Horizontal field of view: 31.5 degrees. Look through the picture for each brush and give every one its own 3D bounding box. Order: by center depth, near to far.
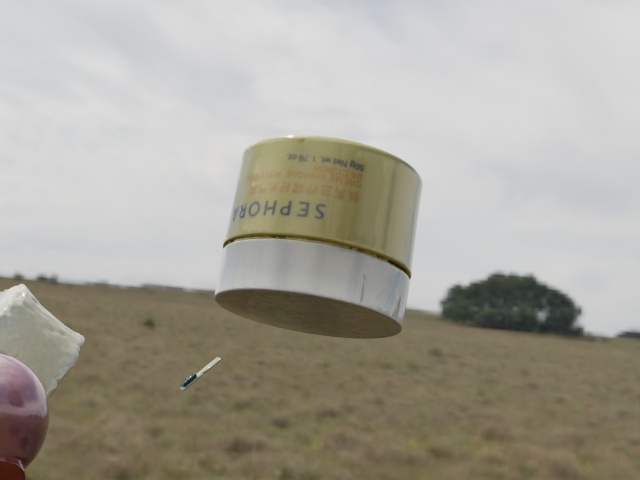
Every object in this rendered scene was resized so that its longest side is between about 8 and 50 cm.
[{"bbox_3d":[-0.201,0.219,1.888,0.083,0.013,0.016,-38,19,-21],"label":"brush"}]

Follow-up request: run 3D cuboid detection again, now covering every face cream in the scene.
[{"bbox_3d":[0.000,0.000,1.304,0.218,0.179,0.218,9,-15,2],"label":"face cream"}]

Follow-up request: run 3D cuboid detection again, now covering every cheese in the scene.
[{"bbox_3d":[-0.535,0.225,1.771,0.153,0.292,0.332,47,-36,-17],"label":"cheese"}]

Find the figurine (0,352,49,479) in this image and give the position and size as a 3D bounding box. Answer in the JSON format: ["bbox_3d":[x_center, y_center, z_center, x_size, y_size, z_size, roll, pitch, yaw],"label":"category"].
[{"bbox_3d":[-0.428,0.220,1.443,0.173,0.173,0.173,5,-5,0],"label":"figurine"}]
